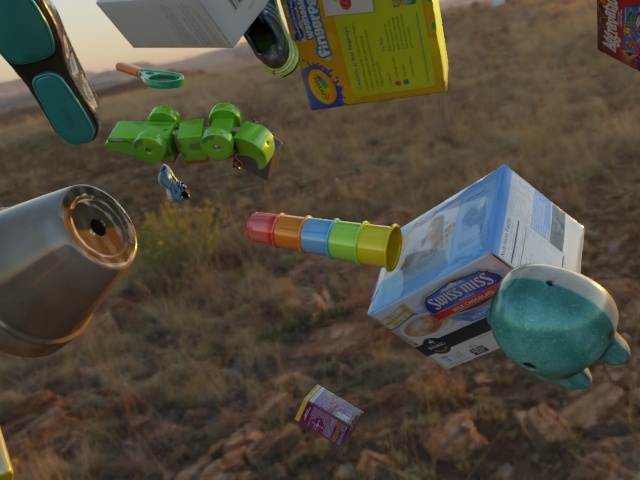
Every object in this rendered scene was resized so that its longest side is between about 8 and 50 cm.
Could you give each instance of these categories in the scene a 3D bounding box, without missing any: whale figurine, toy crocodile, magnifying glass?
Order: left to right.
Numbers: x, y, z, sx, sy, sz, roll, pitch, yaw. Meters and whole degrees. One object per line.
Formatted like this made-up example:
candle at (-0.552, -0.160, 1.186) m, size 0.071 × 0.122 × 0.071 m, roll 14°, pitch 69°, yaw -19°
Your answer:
magnifying glass at (-0.422, -0.405, 1.905) m, size 0.231 × 0.026 × 0.092 m, roll 22°, pitch 32°, yaw 38°
toy crocodile at (-0.262, -0.199, 1.566) m, size 0.341 × 0.105 × 0.115 m, roll -1°, pitch 43°, yaw 8°
whale figurine at (0.339, 0.155, 1.155) m, size 0.216 × 0.272 × 0.141 m, roll 17°, pitch 58°, yaw 29°

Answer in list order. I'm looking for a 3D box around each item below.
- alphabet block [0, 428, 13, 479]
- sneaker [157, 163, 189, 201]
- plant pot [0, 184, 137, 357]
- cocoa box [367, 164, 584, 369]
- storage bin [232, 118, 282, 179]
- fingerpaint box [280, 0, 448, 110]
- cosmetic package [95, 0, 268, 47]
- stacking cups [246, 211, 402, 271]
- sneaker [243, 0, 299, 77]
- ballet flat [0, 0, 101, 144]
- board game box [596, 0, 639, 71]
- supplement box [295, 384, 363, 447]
alphabet block at (-0.679, 0.405, 1.414) m, size 0.193 × 0.193 × 0.197 m, roll -10°, pitch 52°, yaw -30°
sneaker at (-0.458, -0.182, 2.468) m, size 0.073 × 0.162 × 0.063 m, roll 6°, pitch 58°, yaw 20°
plant pot at (-0.533, 0.033, 1.578) m, size 0.280 × 0.323 × 0.323 m, roll -31°, pitch 5°, yaw 26°
cocoa box at (0.300, 0.061, 1.534) m, size 0.347 × 0.228 × 0.231 m, roll -34°, pitch 28°, yaw 46°
storage bin at (-0.150, -0.205, 1.863) m, size 0.091 × 0.135 × 0.098 m, roll 31°, pitch 62°, yaw 7°
fingerpaint box at (0.106, -0.577, 1.962) m, size 0.371 × 0.444 × 0.163 m, roll -6°, pitch 39°, yaw 15°
cosmetic package at (-0.308, -0.551, 1.757) m, size 0.366 × 0.155 × 0.196 m, roll 13°, pitch 62°, yaw 42°
stacking cups at (0.000, 0.000, 1.572) m, size 0.317 × 0.095 × 0.096 m, roll 6°, pitch 21°, yaw 23°
sneaker at (-0.150, -0.538, 1.869) m, size 0.111 × 0.299 × 0.121 m, roll -33°, pitch -14°, yaw 13°
ballet flat at (-0.431, -0.294, 1.217) m, size 0.108 × 0.315 × 0.106 m, roll -8°, pitch 43°, yaw 5°
board game box at (0.630, -0.440, 1.590) m, size 0.145 × 0.281 × 0.027 m, roll 40°, pitch 88°, yaw 27°
supplement box at (0.013, 0.262, 1.173) m, size 0.083 × 0.043 × 0.055 m, roll 29°, pitch 23°, yaw 15°
